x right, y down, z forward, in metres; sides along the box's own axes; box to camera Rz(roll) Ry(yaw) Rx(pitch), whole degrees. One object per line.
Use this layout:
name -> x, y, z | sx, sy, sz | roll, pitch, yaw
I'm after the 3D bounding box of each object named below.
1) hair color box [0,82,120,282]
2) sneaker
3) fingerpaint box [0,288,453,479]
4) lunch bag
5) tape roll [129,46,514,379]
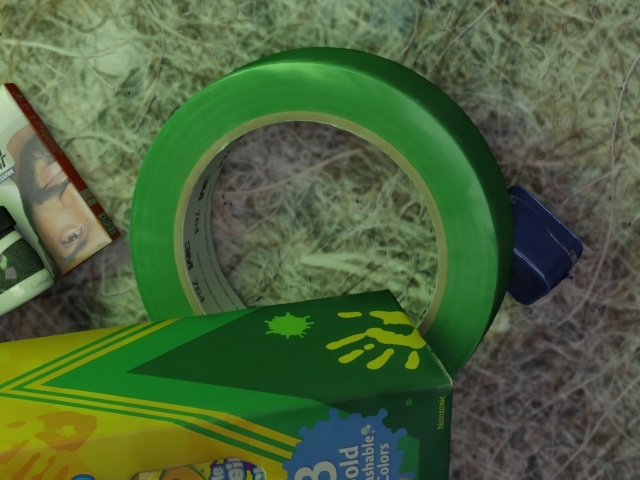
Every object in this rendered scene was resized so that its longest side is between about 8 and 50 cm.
hair color box -> -0.263, -0.045, 1.587 | 0.093, 0.053, 0.167 | -35, 95, 5
sneaker -> -0.338, 0.028, 1.567 | 0.217, 0.079, 0.121 | -26, 95, 26
fingerpaint box -> -0.096, 0.290, 1.440 | 0.371, 0.163, 0.445 | -7, 117, -15
lunch bag -> 0.179, 0.004, 1.562 | 0.098, 0.067, 0.065 | 43, 64, -3
tape roll -> 0.000, 0.000, 1.524 | 0.321, 0.077, 0.321 | 5, 106, 16
